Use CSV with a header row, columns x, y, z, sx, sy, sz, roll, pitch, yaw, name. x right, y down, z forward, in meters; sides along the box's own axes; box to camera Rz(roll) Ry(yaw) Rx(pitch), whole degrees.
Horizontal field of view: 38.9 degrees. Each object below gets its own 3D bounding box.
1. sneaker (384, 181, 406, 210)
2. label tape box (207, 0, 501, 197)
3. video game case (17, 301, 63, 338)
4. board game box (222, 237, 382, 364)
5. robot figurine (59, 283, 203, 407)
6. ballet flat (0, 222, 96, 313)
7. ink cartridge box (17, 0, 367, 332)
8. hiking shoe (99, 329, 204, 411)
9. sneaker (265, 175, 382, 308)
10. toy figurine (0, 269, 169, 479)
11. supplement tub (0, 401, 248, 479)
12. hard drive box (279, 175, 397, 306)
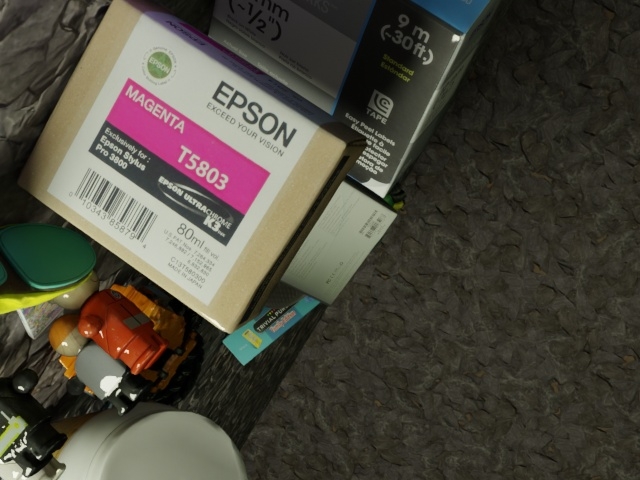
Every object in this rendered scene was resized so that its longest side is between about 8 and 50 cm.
x,y,z,sx,sy,sz,roll,pitch,yaw,name
0.031,-0.064,1.790,0.146,0.134,0.343,-35,-177,-19,sneaker
0.033,-0.239,0.871,0.115,0.249,0.348,-49,169,-36,label tape box
-0.291,0.052,0.975,0.087,0.011,0.122,-51,170,-25,video game case
-0.041,0.110,2.009,0.336,0.079,0.254,-42,-179,35,board game box
-0.254,0.148,1.281,0.211,0.085,0.291,-54,170,-7,robot figurine
-0.288,0.034,0.783,0.077,0.077,0.231,-36,175,20,ballet flat
-0.111,-0.067,0.776,0.193,0.234,0.088,-59,171,14,ink cartridge box
-0.304,0.260,1.463,0.132,0.113,0.304,-14,-142,55,hiking shoe
0.000,0.000,1.581,0.150,0.135,0.366,-26,170,-44,sneaker
-0.277,0.137,0.919,0.213,0.148,0.209,-45,173,-28,toy figurine
-0.252,0.321,1.121,0.316,0.228,0.228,-22,-159,50,supplement tub
-0.033,-0.033,1.319,0.232,0.089,0.181,29,101,-36,hard drive box
